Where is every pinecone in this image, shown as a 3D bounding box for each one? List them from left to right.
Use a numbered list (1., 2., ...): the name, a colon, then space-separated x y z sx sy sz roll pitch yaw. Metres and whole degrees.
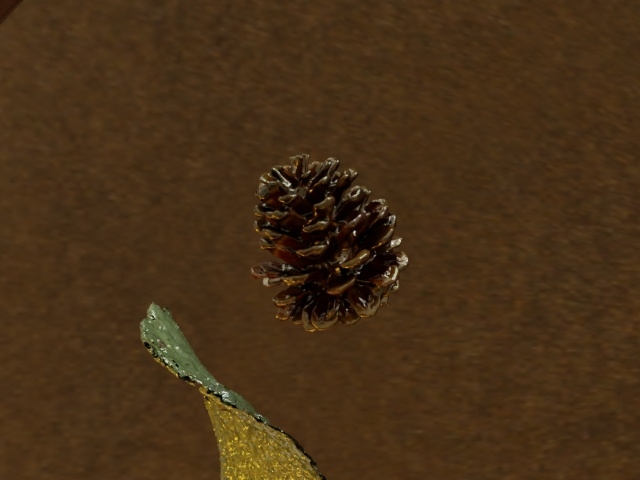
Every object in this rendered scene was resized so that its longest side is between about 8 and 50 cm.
1. pinecone: 0.000 -0.001 1.193 0.102 0.102 0.109 -20 98 28

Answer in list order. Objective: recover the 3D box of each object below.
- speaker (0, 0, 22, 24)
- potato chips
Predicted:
1. speaker: -0.079 -0.022 0.271 0.259 0.198 0.330 22 80 30
2. potato chips: -0.051 0.150 1.293 0.167 0.059 0.228 5 123 63
